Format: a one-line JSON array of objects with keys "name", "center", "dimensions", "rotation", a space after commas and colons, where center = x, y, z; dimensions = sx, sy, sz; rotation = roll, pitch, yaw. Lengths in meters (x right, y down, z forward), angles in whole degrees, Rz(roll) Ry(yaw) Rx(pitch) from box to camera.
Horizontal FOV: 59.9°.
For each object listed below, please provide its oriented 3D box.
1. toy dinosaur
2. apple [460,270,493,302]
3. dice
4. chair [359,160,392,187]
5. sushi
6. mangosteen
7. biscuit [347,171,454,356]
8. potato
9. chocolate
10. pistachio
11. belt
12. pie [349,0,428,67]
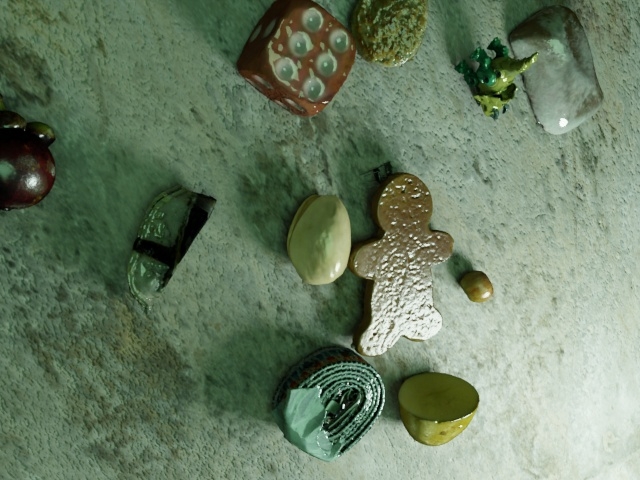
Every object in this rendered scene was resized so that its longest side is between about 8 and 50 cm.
[{"name": "toy dinosaur", "center": [0.388, -0.370, 1.213], "dimensions": [0.094, 0.259, 0.153], "rotation": [-34, 84, -12]}, {"name": "apple", "center": [0.395, 0.117, 1.404], "dimensions": [0.071, 0.084, 0.084], "rotation": [-25, 111, 9]}, {"name": "dice", "center": [-0.048, -0.356, 1.080], "dimensions": [0.174, 0.179, 0.175], "rotation": [32, 93, -24]}, {"name": "chair", "center": [0.135, -0.149, 1.266], "dimensions": [0.086, 0.042, 0.037], "rotation": [-22, 113, -14]}, {"name": "sushi", "center": [-0.325, 0.016, 1.109], "dimensions": [0.109, 0.134, 0.273], "rotation": [32, 105, -10]}, {"name": "mangosteen", "center": [-0.539, -0.141, 0.963], "dimensions": [0.172, 0.172, 0.184], "rotation": [35, 70, -23]}, {"name": "biscuit", "center": [0.186, 0.051, 1.317], "dimensions": [0.283, 0.064, 0.432], "rotation": [-10, 107, -23]}, {"name": "potato", "center": [0.289, 0.443, 1.402], "dimensions": [0.203, 0.178, 0.158], "rotation": [-21, 125, -33]}, {"name": "chocolate", "center": [0.591, -0.410, 1.347], "dimensions": [0.185, 0.100, 0.303], "rotation": [-36, 115, -12]}, {"name": "pistachio", "center": [0.000, 0.000, 1.208], "dimensions": [0.145, 0.117, 0.200], "rotation": [-4, 104, -34]}, {"name": "belt", "center": [0.016, 0.370, 1.285], "dimensions": [0.257, 0.150, 0.207], "rotation": [-39, 104, -9]}, {"name": "pie", "center": [0.144, -0.467, 1.178], "dimensions": [0.163, 0.079, 0.193], "rotation": [15, 96, -14]}]
